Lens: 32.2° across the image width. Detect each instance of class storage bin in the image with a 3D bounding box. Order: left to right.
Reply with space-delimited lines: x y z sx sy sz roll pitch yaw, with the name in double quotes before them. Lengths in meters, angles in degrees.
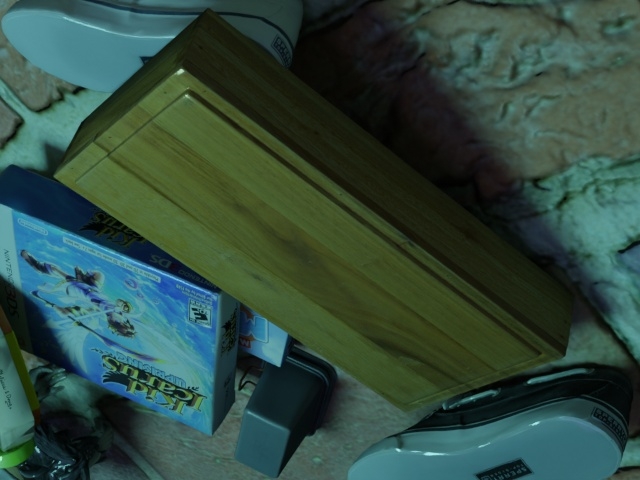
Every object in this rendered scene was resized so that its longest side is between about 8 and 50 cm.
"storage bin" -0.052 0.189 1.217 0.098 0.091 0.135 25 138 9

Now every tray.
"tray" 0.000 0.000 0.946 0.411 0.076 0.203 35 140 -24

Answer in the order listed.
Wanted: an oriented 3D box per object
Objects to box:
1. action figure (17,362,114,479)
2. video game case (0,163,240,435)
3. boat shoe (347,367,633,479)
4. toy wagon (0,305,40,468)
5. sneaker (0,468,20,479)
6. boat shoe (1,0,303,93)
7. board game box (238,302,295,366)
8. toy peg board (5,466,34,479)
"action figure" -0.351 0.239 1.420 0.276 0.141 0.164 14 136 43
"video game case" -0.215 0.068 1.165 0.270 0.061 0.244 22 139 12
"boat shoe" 0.161 0.192 1.079 0.306 0.105 0.113 -31 106 39
"toy wagon" -0.417 0.094 1.284 0.344 0.068 0.267 33 140 54
"sneaker" -0.438 0.319 1.404 0.258 0.091 0.094 30 156 21
"boat shoe" -0.136 -0.176 0.917 0.258 0.084 0.095 10 146 16
"board game box" -0.089 0.024 1.119 0.160 0.039 0.211 24 139 9
"toy peg board" -0.426 0.347 1.592 0.161 0.079 0.160 51 132 28
